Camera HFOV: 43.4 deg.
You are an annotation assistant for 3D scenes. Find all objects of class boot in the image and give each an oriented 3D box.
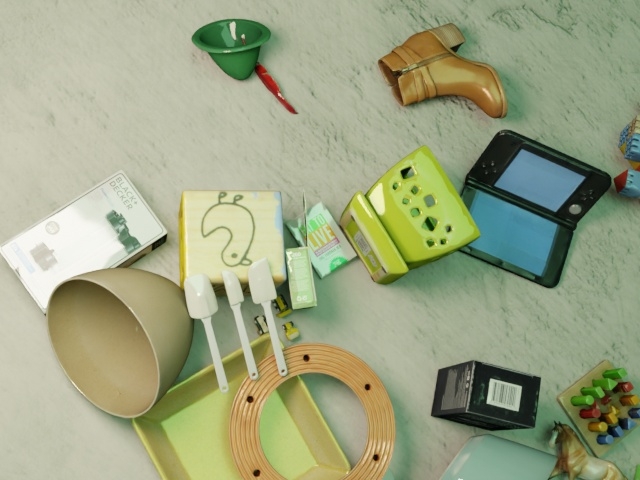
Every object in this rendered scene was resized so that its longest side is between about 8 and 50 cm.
[{"bbox_3d":[0.286,-0.366,1.876,0.220,0.109,0.283,-29,82,-19],"label":"boot"}]

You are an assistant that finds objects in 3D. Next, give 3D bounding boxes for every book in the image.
[{"bbox_3d":[0.000,0.000,1.764,0.096,0.035,0.144,-33,87,-14],"label":"book"}]

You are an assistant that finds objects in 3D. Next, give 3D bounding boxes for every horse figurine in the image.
[{"bbox_3d":[0.587,0.525,1.753,0.263,0.066,0.175,27,78,-3],"label":"horse figurine"}]

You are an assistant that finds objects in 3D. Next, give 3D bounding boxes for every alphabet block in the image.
[{"bbox_3d":[-0.185,0.010,1.632,0.197,0.193,0.193,-1,76,-13],"label":"alphabet block"}]

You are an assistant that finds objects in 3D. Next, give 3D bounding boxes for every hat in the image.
[{"bbox_3d":[-0.184,-0.378,1.817,0.173,0.184,0.208,-25,41,-24],"label":"hat"}]

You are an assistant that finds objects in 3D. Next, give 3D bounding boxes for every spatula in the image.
[{"bbox_3d":[-0.156,0.166,1.537,0.168,0.019,0.242,-16,104,-15],"label":"spatula"}]

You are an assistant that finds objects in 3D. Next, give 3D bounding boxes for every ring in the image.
[{"bbox_3d":[-0.015,0.371,1.585,0.336,0.032,0.337,3,76,-12],"label":"ring"}]

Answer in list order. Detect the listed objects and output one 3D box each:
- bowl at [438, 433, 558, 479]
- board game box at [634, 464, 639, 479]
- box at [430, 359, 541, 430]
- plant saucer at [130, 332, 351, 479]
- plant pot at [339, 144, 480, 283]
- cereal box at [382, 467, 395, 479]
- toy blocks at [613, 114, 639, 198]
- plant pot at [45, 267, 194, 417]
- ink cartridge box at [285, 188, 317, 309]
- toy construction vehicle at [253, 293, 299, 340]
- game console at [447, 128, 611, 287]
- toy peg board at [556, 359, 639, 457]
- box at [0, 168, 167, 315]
[{"bbox_3d":[0.316,0.508,1.596,0.163,0.311,0.311,36,70,18],"label":"bowl"},{"bbox_3d":[0.833,0.655,1.788,0.317,0.046,0.214,22,72,-7],"label":"board game box"},{"bbox_3d":[0.339,0.325,1.668,0.153,0.207,0.108,15,73,-10],"label":"box"},{"bbox_3d":[-0.158,0.404,1.600,0.332,0.081,0.333,-28,84,-17],"label":"plant saucer"},{"bbox_3d":[0.172,-0.037,1.716,0.207,0.228,0.227,-30,85,-11],"label":"plant pot"},{"bbox_3d":[0.094,0.570,1.569,0.172,0.047,0.240,-8,42,-15],"label":"cereal box"},{"bbox_3d":[0.851,-0.216,1.956,0.260,0.191,0.382,15,74,3],"label":"toy blocks"},{"bbox_3d":[-0.352,0.167,1.538,0.284,0.284,0.191,53,39,3],"label":"plant pot"},{"bbox_3d":[-0.046,0.024,1.656,0.056,0.171,0.235,-8,85,-3],"label":"ink cartridge box"},{"bbox_3d":[-0.096,0.176,1.699,0.085,0.035,0.098,-28,87,-29],"label":"toy construction vehicle"},{"bbox_3d":[0.474,-0.069,1.823,0.293,0.250,0.173,22,46,-7],"label":"game console"},{"bbox_3d":[0.647,0.373,1.797,0.161,0.079,0.161,-32,85,-18],"label":"toy peg board"},{"bbox_3d":[-0.474,0.005,1.620,0.290,0.087,0.169,-34,86,-19],"label":"box"}]
